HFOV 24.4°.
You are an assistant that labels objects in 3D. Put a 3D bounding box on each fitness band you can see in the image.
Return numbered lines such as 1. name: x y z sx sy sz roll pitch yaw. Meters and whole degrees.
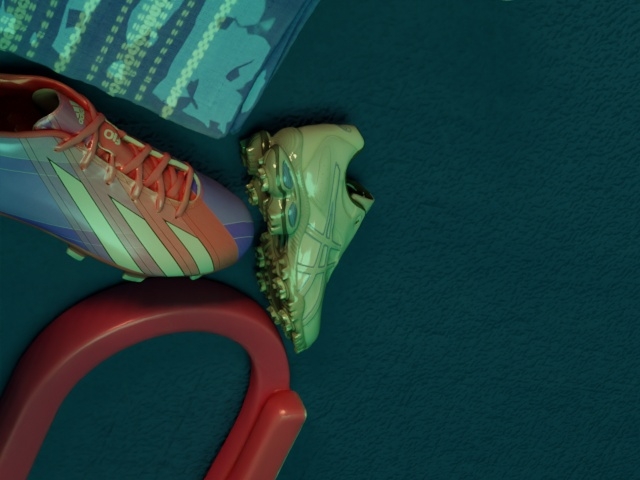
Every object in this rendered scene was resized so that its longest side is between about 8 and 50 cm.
1. fitness band: -0.133 0.150 1.058 0.209 0.054 0.291 12 121 -27

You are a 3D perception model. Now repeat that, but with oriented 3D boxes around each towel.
1. towel: -0.126 -0.197 0.780 0.336 0.040 0.243 20 117 -34

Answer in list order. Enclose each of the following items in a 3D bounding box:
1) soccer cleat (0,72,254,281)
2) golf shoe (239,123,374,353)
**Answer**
1. soccer cleat: -0.137 -0.043 0.870 0.248 0.083 0.095 18 132 -28
2. golf shoe: 0.000 0.000 0.980 0.086 0.069 0.176 -17 133 -17
